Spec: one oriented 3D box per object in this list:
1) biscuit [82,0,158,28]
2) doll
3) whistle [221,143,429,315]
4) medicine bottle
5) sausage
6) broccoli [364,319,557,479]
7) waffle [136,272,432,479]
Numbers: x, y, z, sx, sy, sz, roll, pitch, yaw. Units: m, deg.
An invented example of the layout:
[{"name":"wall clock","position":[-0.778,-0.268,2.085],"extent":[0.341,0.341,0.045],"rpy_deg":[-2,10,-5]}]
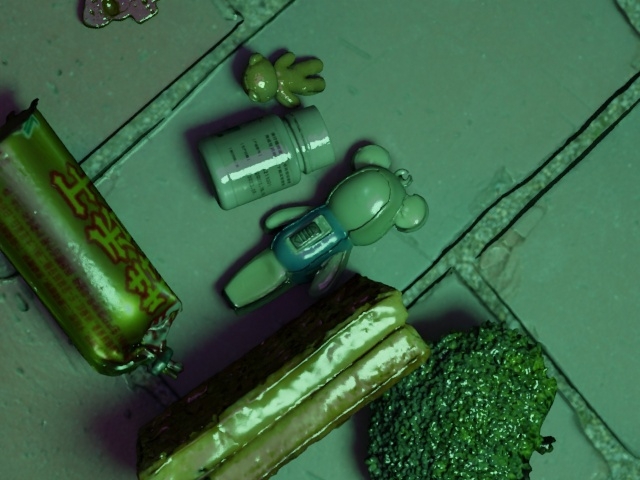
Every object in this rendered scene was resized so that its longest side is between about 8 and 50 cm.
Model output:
[{"name":"biscuit","position":[-0.210,-0.284,1.541],"extent":[0.119,0.019,0.130],"rpy_deg":[-31,100,-5]},{"name":"doll","position":[-0.038,-0.168,1.565],"extent":[0.093,0.051,0.061],"rpy_deg":[-6,90,-10]},{"name":"whistle","position":[0.000,0.000,1.578],"extent":[0.235,0.077,0.114],"rpy_deg":[-36,70,1]},{"name":"medicine bottle","position":[-0.056,-0.089,1.554],"extent":[0.130,0.080,0.080],"rpy_deg":[-22,98,-8]},{"name":"sausage","position":[-0.246,0.020,1.508],"extent":[0.317,0.117,0.125],"rpy_deg":[54,46,-9]},{"name":"broccoli","position":[0.145,0.205,1.573],"extent":[0.176,0.198,0.226],"rpy_deg":[-41,135,-37]},{"name":"waffle","position":[-0.043,0.156,1.511],"extent":[0.308,0.213,0.091],"rpy_deg":[-35,98,-4]}]
